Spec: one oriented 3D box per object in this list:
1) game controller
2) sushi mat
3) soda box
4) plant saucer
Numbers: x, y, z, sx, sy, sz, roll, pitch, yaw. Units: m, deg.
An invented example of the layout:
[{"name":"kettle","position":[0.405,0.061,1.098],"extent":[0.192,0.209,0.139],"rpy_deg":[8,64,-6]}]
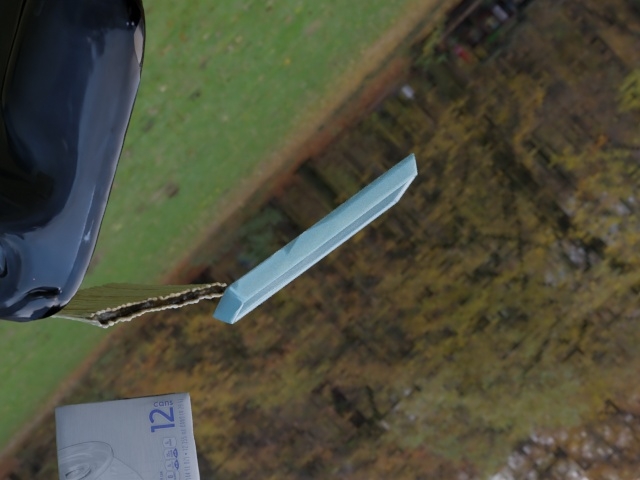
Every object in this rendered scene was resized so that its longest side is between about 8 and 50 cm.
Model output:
[{"name":"game controller","position":[-0.201,-0.093,0.537],"extent":[0.067,0.319,0.166],"rpy_deg":[11,106,-55]},{"name":"sushi mat","position":[-0.230,0.066,1.240],"extent":[0.151,0.019,0.316],"rpy_deg":[-13,-175,-29]},{"name":"soda box","position":[-0.113,0.249,0.726],"extent":[0.091,0.286,0.098],"rpy_deg":[-5,157,-10]},{"name":"plant saucer","position":[0.000,0.000,0.870],"extent":[0.192,0.018,0.067],"rpy_deg":[-37,171,-25]}]
